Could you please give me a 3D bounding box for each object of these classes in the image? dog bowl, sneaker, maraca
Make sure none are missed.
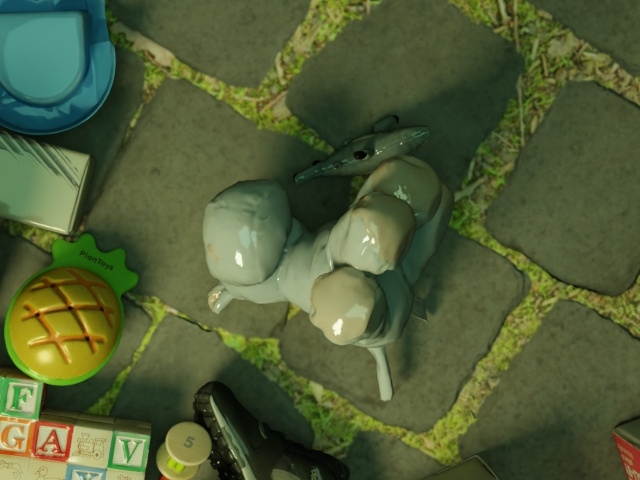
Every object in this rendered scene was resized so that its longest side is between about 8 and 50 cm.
[{"bbox_3d":[-0.314,-0.266,1.370,0.165,0.074,0.297,-3,93,-6],"label":"dog bowl"},{"bbox_3d":[-0.039,0.270,1.422,0.124,0.107,0.283,-33,97,-22],"label":"sneaker"},{"bbox_3d":[-0.278,0.076,1.373,0.127,0.099,0.186,27,59,-9],"label":"maraca"}]

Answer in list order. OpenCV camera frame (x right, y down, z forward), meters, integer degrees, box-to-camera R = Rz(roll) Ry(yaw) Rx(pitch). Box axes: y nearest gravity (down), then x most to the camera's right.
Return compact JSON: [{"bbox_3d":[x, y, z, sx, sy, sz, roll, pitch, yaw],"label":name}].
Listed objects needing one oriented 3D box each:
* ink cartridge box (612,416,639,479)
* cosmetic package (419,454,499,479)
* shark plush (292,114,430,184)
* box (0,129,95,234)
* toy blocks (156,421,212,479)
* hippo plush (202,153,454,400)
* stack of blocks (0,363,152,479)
[{"bbox_3d":[0.547,0.367,1.443,0.279,0.160,0.385,-19,94,-5],"label":"ink cartridge box"},{"bbox_3d":[0.187,0.422,1.422,0.153,0.129,0.296,-26,94,-4],"label":"cosmetic package"},{"bbox_3d":[0.045,-0.105,1.418,0.161,0.067,0.073,-7,93,-6],"label":"shark plush"},{"bbox_3d":[-0.394,-0.085,1.350,0.275,0.113,0.094,15,89,-8],"label":"box"},{"bbox_3d":[-0.161,0.291,1.395,0.054,0.148,0.123,-1,58,-24],"label":"toy blocks"},{"bbox_3d":[0.000,0.000,1.363,0.236,0.294,0.234,22,76,18],"label":"hippo plush"},{"bbox_3d":[-0.343,0.233,1.378,0.297,0.087,0.171,9,91,-6],"label":"stack of blocks"}]
